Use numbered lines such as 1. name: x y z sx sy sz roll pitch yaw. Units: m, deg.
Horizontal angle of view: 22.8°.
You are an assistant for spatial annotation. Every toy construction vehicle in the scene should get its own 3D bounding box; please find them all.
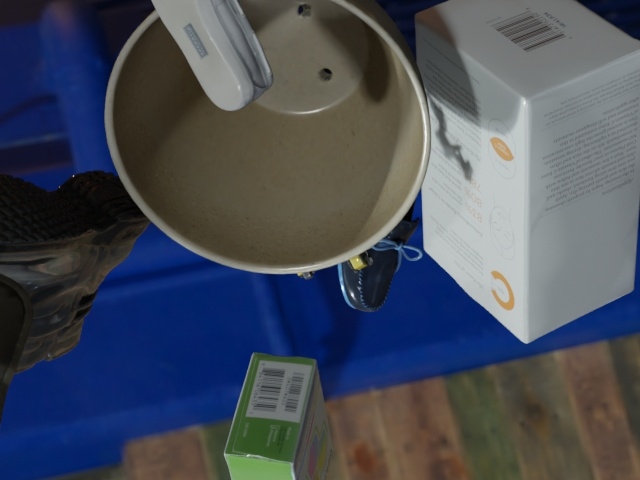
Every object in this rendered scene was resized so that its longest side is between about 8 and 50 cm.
1. toy construction vehicle: 0.000 0.000 1.760 0.098 0.086 0.035 65 -165 4

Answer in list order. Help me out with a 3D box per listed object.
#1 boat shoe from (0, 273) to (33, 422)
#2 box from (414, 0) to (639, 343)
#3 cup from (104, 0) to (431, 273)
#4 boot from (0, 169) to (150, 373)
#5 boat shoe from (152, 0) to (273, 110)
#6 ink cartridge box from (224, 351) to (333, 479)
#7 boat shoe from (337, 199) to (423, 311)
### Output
1. boat shoe: -0.347 0.169 1.425 0.104 0.111 0.307 -42 17 44
2. box: 0.237 -0.095 1.813 0.215 0.168 0.345 46 150 43
3. cup: -0.039 -0.165 1.688 0.237 0.331 0.331 -75 -16 -59
4. boot: -0.315 0.049 1.628 0.118 0.338 0.222 41 111 24
5. boat shoe: -0.099 -0.210 1.435 0.066 0.063 0.184 -28 94 47
6. ink cartridge box: -0.031 0.205 1.428 0.209 0.062 0.109 82 -162 -50
7. boat shoe: 0.084 -0.028 2.116 0.089 0.109 0.258 12 102 38
